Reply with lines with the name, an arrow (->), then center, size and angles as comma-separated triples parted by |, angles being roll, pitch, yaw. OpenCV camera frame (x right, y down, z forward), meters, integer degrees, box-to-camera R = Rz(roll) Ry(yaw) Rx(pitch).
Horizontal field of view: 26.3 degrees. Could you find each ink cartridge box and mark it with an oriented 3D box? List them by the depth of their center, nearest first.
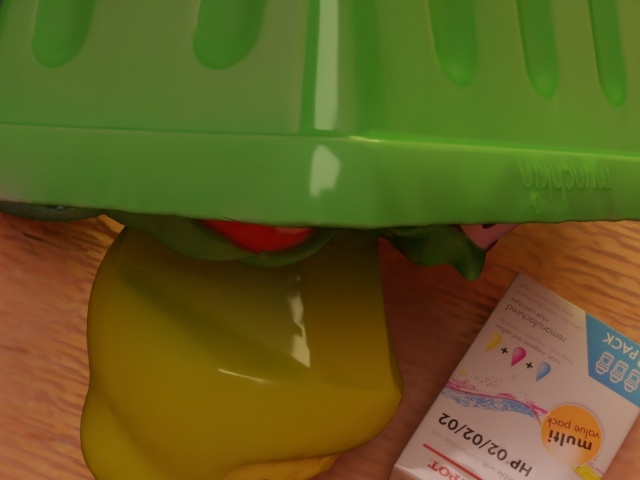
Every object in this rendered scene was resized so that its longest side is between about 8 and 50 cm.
ink cartridge box -> 0.110, 0.124, 0.799 | 0.104, 0.061, 0.181 | 31, 69, 11

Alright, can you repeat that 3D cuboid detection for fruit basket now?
fruit basket -> 0.000, 0.000, 0.705 | 0.283, 0.392, 0.392 | 6, 61, 36

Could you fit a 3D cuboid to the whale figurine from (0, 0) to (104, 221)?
whale figurine -> -0.153, -0.104, 0.772 | 0.216, 0.272, 0.141 | -1, 67, -8
